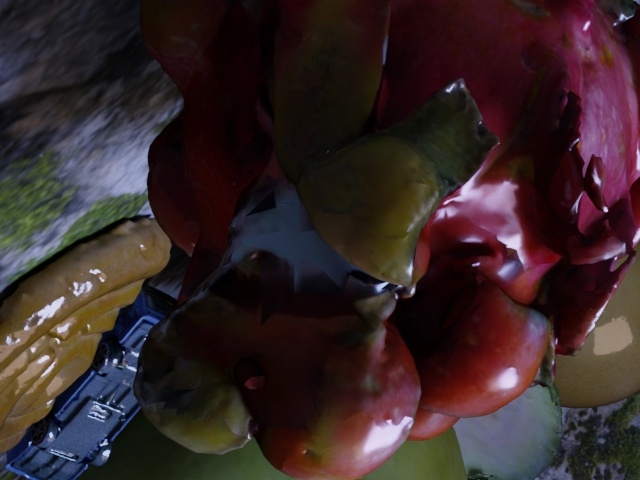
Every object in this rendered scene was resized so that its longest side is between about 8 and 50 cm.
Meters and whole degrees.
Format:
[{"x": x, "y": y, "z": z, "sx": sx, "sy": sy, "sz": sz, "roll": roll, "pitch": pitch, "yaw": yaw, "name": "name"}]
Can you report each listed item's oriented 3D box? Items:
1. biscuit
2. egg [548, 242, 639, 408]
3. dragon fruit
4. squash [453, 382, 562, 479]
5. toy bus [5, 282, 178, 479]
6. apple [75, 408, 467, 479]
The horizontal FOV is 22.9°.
[{"x": -0.176, "y": 0.077, "z": 0.880, "sx": 0.224, "sy": 0.033, "sz": 0.144, "roll": -48, "pitch": 167, "yaw": 21, "name": "biscuit"}, {"x": 0.286, "y": 0.063, "z": 1.774, "sx": 0.250, "sy": 0.250, "sz": 0.322, "roll": -44, "pitch": 163, "yaw": 8, "name": "egg"}, {"x": 0.041, "y": -0.027, "z": 0.652, "sx": 0.243, "sy": 0.307, "sz": 0.227, "roll": 24, "pitch": 132, "yaw": -35, "name": "dragon fruit"}, {"x": 0.054, "y": 0.240, "z": 1.638, "sx": 0.263, "sy": 0.263, "sz": 0.384, "roll": -29, "pitch": 162, "yaw": -47, "name": "squash"}, {"x": -0.137, "y": 0.090, "z": 0.979, "sx": 0.051, "sy": 0.061, "sz": 0.153, "roll": 28, "pitch": 116, "yaw": -30, "name": "toy bus"}, {"x": -0.035, "y": 0.194, "z": 1.103, "sx": 0.292, "sy": 0.292, "sz": 0.254, "roll": -43, "pitch": -170, "yaw": 2, "name": "apple"}]
